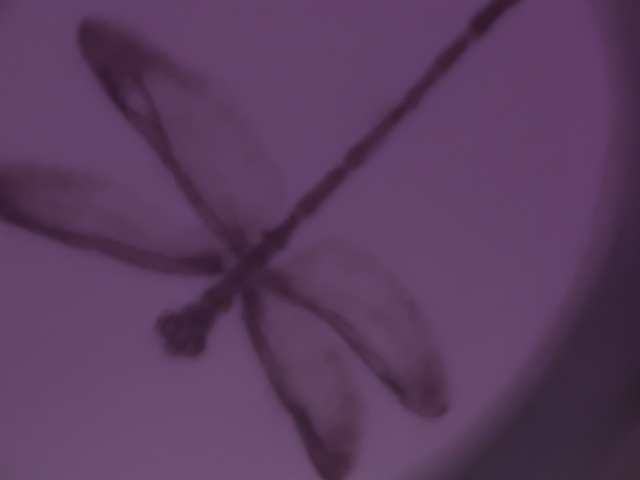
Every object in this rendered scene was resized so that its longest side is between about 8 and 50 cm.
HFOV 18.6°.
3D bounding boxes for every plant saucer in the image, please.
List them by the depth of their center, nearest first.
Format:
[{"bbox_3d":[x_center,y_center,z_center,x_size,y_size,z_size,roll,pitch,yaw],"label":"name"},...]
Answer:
[{"bbox_3d":[0.000,0.000,0.470,0.400,0.100,0.400,-13,120,-23],"label":"plant saucer"}]
